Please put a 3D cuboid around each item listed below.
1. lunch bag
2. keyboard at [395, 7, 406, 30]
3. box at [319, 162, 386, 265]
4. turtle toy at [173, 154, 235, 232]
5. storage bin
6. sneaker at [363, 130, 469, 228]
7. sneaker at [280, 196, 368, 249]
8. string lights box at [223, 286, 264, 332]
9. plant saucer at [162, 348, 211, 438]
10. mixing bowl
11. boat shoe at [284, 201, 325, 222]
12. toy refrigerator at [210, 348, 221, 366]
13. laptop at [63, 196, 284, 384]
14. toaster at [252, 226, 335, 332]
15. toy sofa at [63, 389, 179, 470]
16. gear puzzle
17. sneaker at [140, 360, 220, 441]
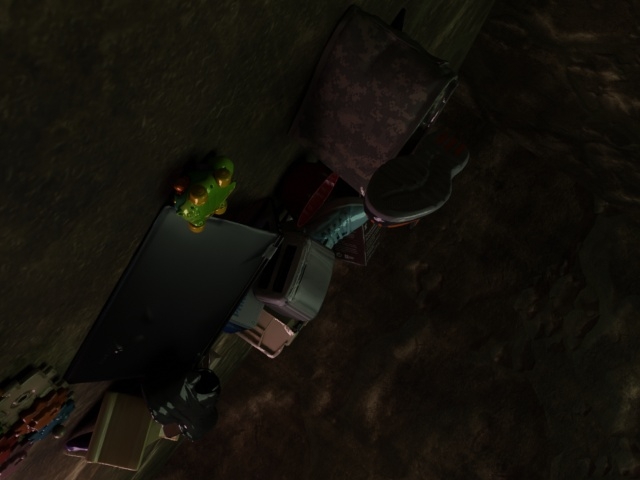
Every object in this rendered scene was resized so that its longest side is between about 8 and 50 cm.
[{"bbox_3d":[0.104,-0.271,0.838,0.169,0.235,0.287,-38,164,-48],"label":"lunch bag"},{"bbox_3d":[0.187,-0.512,1.114,0.192,0.038,0.100,43,60,-82],"label":"keyboard"},{"bbox_3d":[0.120,-0.126,1.407,0.191,0.143,0.382,-51,142,-39],"label":"box"},{"bbox_3d":[-0.173,-0.080,0.640,0.130,0.066,0.095,-49,172,-36],"label":"turtle toy"},{"bbox_3d":[-0.173,0.226,1.394,0.123,0.260,0.262,-59,172,16],"label":"storage bin"},{"bbox_3d":[0.167,-0.074,0.812,0.321,0.124,0.180,-36,161,-41],"label":"sneaker"},{"bbox_3d":[0.000,0.000,1.213,0.365,0.150,0.135,-24,142,-9],"label":"sneaker"},{"bbox_3d":[-0.216,0.161,1.098,0.259,0.076,0.133,-29,-144,61],"label":"string lights box"},{"bbox_3d":[-0.345,0.359,1.131,0.310,0.050,0.311,-175,-90,-88],"label":"plant saucer"},{"bbox_3d":[-0.041,-0.136,1.115,0.181,0.098,0.181,-52,172,-10],"label":"mixing bowl"},{"bbox_3d":[-0.019,-0.109,1.408,0.277,0.096,0.098,-51,173,-21],"label":"boat shoe"},{"bbox_3d":[-0.442,0.447,1.328,0.269,0.102,0.094,-51,173,-11],"label":"toy refrigerator"},{"bbox_3d":[-0.278,0.070,0.899,0.382,0.236,0.408,-54,-158,13],"label":"laptop"},{"bbox_3d":[-0.064,0.085,0.974,0.146,0.129,0.227,41,63,-54],"label":"toaster"},{"bbox_3d":[-0.471,0.450,1.089,0.362,0.177,0.150,100,3,-75],"label":"toy sofa"},{"bbox_3d":[-0.445,0.269,0.610,0.175,0.044,0.339,-45,170,-35],"label":"gear puzzle"},{"bbox_3d":[-0.266,0.347,0.921,0.130,0.109,0.286,-31,150,-11],"label":"sneaker"}]
